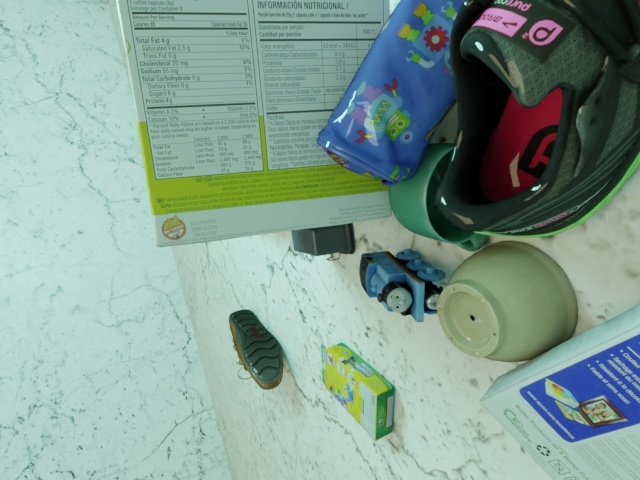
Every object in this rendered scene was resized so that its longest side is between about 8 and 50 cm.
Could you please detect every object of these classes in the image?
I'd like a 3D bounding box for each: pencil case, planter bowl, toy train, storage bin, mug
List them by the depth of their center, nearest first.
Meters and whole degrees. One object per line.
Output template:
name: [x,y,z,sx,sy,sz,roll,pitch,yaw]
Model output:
pencil case: [0.125,-0.205,0.487,0.133,0.119,0.306,35,104,1]
planter bowl: [0.226,0.089,0.552,0.162,0.109,0.161,30,126,52]
mug: [0.161,-0.055,0.583,0.097,0.130,0.157,23,122,58]
toy train: [0.129,0.069,0.680,0.184,0.105,0.080,-120,24,-72]
storage bin: [0.000,0.000,0.924,0.135,0.091,0.098,11,111,59]

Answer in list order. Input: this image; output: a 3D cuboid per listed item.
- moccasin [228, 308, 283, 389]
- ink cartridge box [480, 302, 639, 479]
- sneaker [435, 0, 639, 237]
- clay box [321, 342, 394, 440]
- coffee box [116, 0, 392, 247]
moccasin: [-0.227,0.381,1.425,0.380,0.139,0.146,30,128,52]
ink cartridge box: [0.334,0.154,0.395,0.175,0.069,0.370,47,144,16]
sneaker: [0.228,-0.191,0.337,0.185,0.202,0.482,44,138,43]
clay box: [0.077,0.332,0.966,0.222,0.053,0.127,31,128,53]
coffee box: [-0.104,-0.208,0.689,0.337,0.339,0.334,-138,42,-69]
